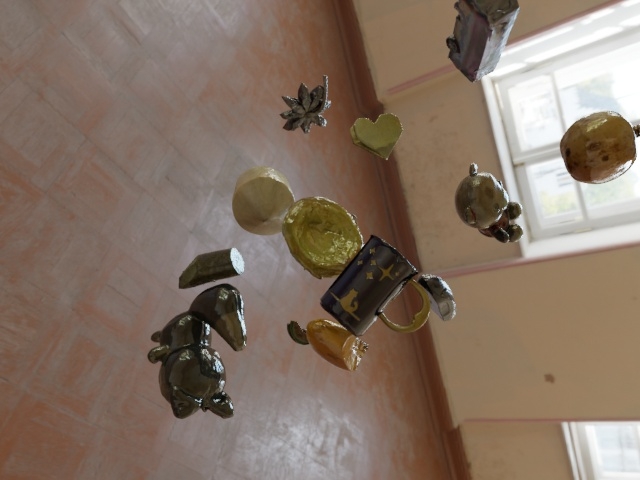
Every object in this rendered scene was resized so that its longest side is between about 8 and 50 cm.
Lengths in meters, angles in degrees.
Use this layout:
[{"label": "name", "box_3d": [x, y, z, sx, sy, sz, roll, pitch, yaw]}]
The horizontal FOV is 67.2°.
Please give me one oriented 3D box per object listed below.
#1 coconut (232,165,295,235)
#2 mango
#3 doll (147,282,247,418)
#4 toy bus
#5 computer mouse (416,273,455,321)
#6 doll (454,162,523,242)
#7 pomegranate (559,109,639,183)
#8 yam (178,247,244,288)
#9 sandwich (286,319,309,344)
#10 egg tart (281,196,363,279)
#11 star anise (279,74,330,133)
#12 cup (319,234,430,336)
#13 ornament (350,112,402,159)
[{"label": "coconut", "box_3d": [-0.249, -0.170, 2.127, 0.328, 0.328, 0.329, 29, 55, -51]}, {"label": "mango", "box_3d": [0.048, 0.333, 1.566, 0.252, 0.153, 0.126, 40, 67, -31]}, {"label": "doll", "box_3d": [-0.380, 0.354, 1.510, 0.252, 0.379, 0.382, 4, 42, -42]}, {"label": "toy bus", "box_3d": [0.398, -0.516, 1.196, 0.138, 0.112, 0.317, 61, 6, 12]}, {"label": "computer mouse", "box_3d": [0.354, 0.163, 1.462, 0.122, 0.073, 0.217, 50, -5, 35]}, {"label": "doll", "box_3d": [0.579, -0.113, 1.676, 0.330, 0.174, 0.235, 33, 61, -43]}, {"label": "pomegranate", "box_3d": [0.804, -0.264, 1.380, 0.215, 0.215, 0.216, 29, 55, -51]}, {"label": "yam", "box_3d": [-0.382, 0.095, 1.626, 0.106, 0.259, 0.106, -14, 90, -70]}, {"label": "sandwich", "box_3d": [-0.072, 0.349, 1.785, 0.135, 0.029, 0.067, 36, 83, -23]}, {"label": "egg tart", "box_3d": [0.000, 0.000, 1.640, 0.314, 0.120, 0.315, 12, 58, -20]}, {"label": "star anise", "box_3d": [-0.046, -0.503, 1.828, 0.230, 0.262, 0.081, 26, 29, -37]}, {"label": "cup", "box_3d": [0.157, 0.152, 1.359, 0.256, 0.255, 0.178, -50, 134, -4]}, {"label": "ornament", "box_3d": [0.224, -0.387, 1.825, 0.201, 0.059, 0.180, -14, 77, -17]}]
